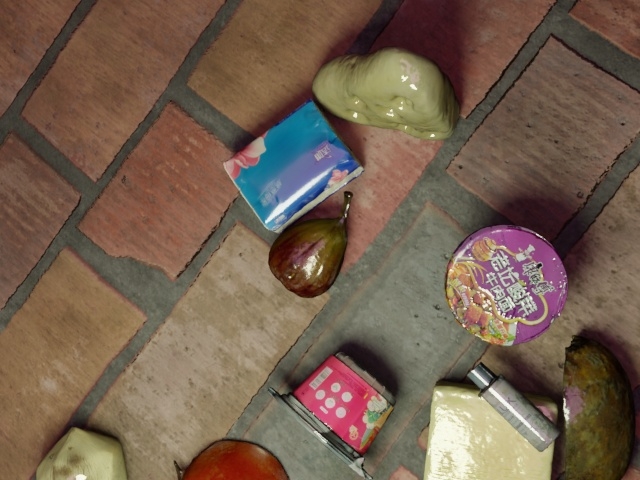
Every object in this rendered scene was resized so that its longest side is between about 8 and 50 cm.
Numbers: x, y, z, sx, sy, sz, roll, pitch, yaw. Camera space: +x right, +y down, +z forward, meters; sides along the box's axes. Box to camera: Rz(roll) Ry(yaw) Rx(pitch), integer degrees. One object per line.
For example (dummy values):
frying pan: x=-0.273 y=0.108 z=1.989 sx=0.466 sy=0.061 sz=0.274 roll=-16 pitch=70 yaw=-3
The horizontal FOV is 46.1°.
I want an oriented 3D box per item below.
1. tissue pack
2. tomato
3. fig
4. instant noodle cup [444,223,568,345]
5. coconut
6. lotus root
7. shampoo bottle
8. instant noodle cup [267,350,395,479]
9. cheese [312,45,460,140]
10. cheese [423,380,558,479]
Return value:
tissue pack: x=-0.062 y=-0.172 z=1.772 sx=0.269 sy=0.137 sz=0.209 roll=-35 pitch=83 yaw=8
tomato: x=-0.226 y=0.629 z=1.758 sx=0.309 sy=0.170 sz=0.309 roll=0 pitch=89 yaw=14
fig: x=0.000 y=-0.001 z=1.740 sx=0.170 sy=0.145 sz=0.274 roll=40 pitch=111 yaw=10
instant noodle cup: x=0.399 y=0.093 z=1.634 sx=0.251 sy=0.190 sz=0.251 roll=0 pitch=88 yaw=13
coconut: x=-0.578 y=0.561 z=1.827 sx=0.224 sy=0.224 sz=0.224 roll=-1 pitch=88 yaw=12
lotus root: x=0.591 y=0.368 z=1.596 sx=0.142 sy=0.210 sz=0.314 roll=-1 pitch=101 yaw=23
shampoo bottle: x=0.399 y=0.344 z=1.573 sx=0.214 sy=0.072 sz=0.072 roll=44 pitch=97 yaw=16
instant noodle cup: x=0.051 y=0.367 z=1.686 sx=0.302 sy=0.258 sz=0.181 roll=40 pitch=82 yaw=4
cheese: x=0.129 y=-0.340 z=1.641 sx=0.351 sy=0.328 sz=0.130 roll=19 pitch=86 yaw=12
cheese: x=0.371 y=0.450 z=1.659 sx=0.265 sy=0.124 sz=0.243 roll=7 pitch=89 yaw=12
